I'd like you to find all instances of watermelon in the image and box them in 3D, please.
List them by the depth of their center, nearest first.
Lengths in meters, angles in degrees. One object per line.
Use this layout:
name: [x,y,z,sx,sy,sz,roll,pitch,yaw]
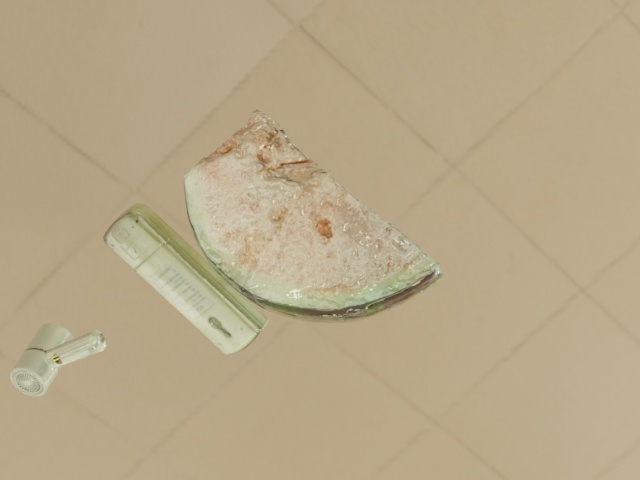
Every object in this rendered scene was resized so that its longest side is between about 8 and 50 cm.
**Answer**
watermelon: [0.000,0.000,1.456,0.224,0.305,0.180,-21,140,-45]

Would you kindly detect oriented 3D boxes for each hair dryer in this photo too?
hair dryer: [-0.289,0.124,1.502,0.137,0.082,0.047,-22,118,35]

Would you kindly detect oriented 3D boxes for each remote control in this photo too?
remote control: [-0.173,0.051,1.676,0.233,0.038,0.098,44,140,-8]
